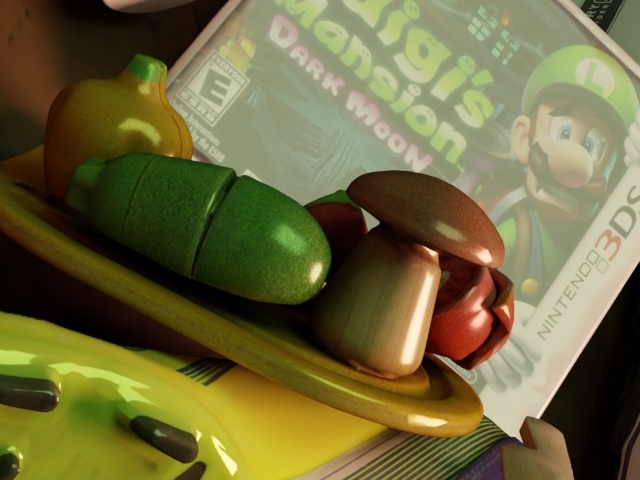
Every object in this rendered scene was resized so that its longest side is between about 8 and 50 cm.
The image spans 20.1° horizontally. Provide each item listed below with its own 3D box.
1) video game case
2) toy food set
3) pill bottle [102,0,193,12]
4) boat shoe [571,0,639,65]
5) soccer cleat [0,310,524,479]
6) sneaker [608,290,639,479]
[{"bbox_3d":[0.045,-0.040,0.699,0.190,0.022,0.173,41,63,-9],"label":"video game case"},{"bbox_3d":[0.000,0.000,0.566,0.218,0.071,0.128,27,9,8],"label":"toy food set"},{"bbox_3d":[-0.077,-0.170,0.670,0.087,0.087,0.160,-5,70,-54],"label":"pill bottle"},{"bbox_3d":[0.155,-0.078,0.872,0.301,0.108,0.102,-54,140,-43],"label":"boat shoe"},{"bbox_3d":[-0.033,0.074,0.568,0.289,0.093,0.121,20,20,-39],"label":"soccer cleat"},{"bbox_3d":[0.213,0.058,0.864,0.126,0.127,0.321,45,60,-12],"label":"sneaker"}]
